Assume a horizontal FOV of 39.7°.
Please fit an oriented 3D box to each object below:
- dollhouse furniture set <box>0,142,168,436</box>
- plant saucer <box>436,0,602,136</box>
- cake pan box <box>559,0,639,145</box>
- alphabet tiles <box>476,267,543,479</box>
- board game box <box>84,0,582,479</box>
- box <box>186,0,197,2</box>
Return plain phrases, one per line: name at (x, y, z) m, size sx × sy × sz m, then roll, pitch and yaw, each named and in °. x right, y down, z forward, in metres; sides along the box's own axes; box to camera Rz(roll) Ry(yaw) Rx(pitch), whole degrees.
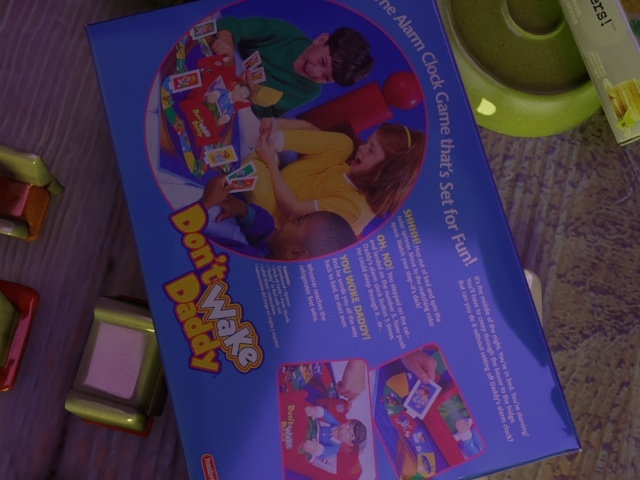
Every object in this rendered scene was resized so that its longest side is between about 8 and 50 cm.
dollhouse furniture set at (-0.243, 0.072, 0.669) m, size 0.259 × 0.135 × 0.262 m, roll 15°, pitch 79°, yaw -1°
plant saucer at (0.198, -0.220, 0.847) m, size 0.241 × 0.037 × 0.241 m, roll 2°, pitch 83°, yaw -15°
cake pan box at (0.340, -0.240, 0.844) m, size 0.267 × 0.070 × 0.245 m, roll -19°, pitch 89°, yaw -31°
alphabet tiles at (0.067, 0.089, 0.782) m, size 0.284 × 0.021 × 0.278 m, roll 2°, pitch 83°, yaw -15°
board game box at (0.000, 0.000, 0.590) m, size 0.233 × 0.078 × 0.347 m, roll -14°, pitch 78°, yaw -4°
box at (-0.072, -0.247, 0.706) m, size 0.207 × 0.153 × 0.108 m, roll 13°, pitch 112°, yaw -14°
